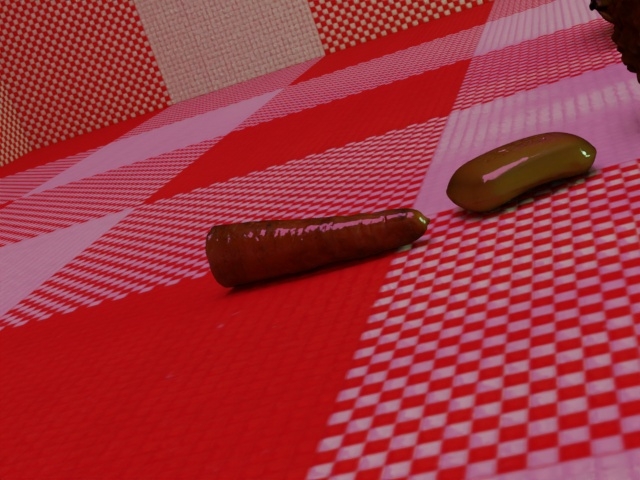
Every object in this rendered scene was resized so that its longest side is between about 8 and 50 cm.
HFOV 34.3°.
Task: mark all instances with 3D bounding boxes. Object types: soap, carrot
[{"bbox_3d":[0.183,-0.066,0.953,0.140,0.045,0.089,-22,18,-8],"label":"soap"},{"bbox_3d":[0.000,0.000,0.943,0.210,0.061,0.061,-9,17,22],"label":"carrot"}]

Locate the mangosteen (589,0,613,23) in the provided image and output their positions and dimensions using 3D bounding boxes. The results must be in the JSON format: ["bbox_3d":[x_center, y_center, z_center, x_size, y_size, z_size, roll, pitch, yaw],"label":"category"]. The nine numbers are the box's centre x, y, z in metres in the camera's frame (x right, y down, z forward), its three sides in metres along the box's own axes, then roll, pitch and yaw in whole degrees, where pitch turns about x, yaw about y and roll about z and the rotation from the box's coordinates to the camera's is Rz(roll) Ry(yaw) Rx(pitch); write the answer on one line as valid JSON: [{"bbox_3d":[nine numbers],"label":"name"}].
[{"bbox_3d":[0.510,-0.486,1.570,0.330,0.330,0.330,-18,14,5],"label":"mangosteen"}]

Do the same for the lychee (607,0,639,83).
[{"bbox_3d":[0.402,-0.263,0.987,0.267,0.267,0.267,-18,14,5],"label":"lychee"}]
